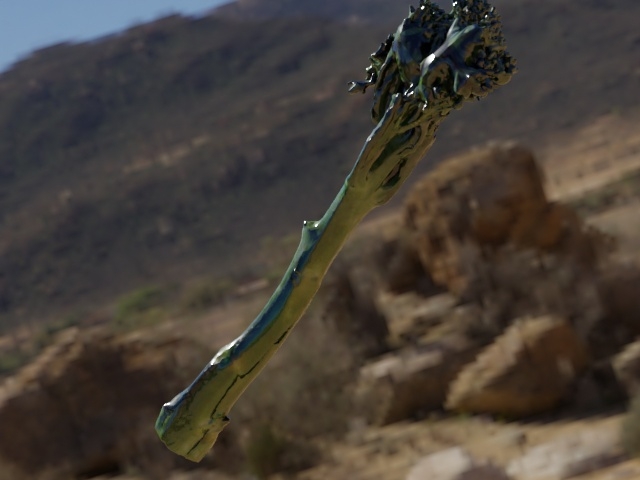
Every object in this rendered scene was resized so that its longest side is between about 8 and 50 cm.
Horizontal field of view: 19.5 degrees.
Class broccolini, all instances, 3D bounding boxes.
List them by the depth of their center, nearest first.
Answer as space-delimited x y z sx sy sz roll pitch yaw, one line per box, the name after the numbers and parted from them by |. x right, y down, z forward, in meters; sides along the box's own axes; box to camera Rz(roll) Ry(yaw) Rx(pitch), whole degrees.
-0.006 -0.005 0.823 0.254 0.057 0.071 -51 -7 18 | broccolini
